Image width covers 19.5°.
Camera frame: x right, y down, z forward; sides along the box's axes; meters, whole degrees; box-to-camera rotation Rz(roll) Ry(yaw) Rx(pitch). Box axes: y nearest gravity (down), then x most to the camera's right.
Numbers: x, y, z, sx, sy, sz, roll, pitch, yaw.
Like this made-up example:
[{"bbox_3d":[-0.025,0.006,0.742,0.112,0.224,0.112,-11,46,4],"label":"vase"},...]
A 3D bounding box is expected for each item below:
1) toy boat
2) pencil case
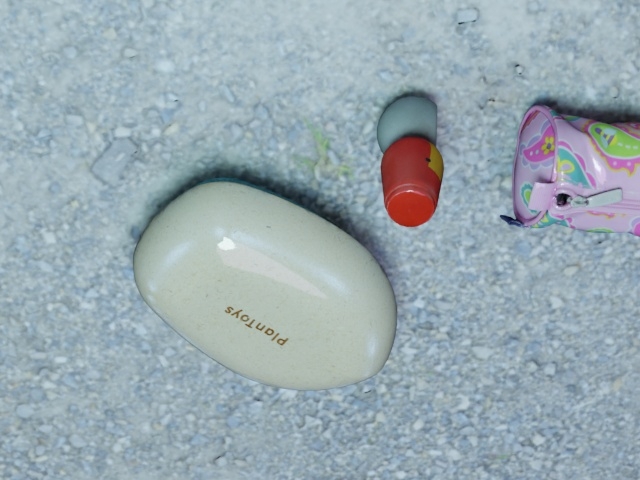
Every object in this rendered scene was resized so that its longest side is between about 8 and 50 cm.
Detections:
[{"bbox_3d":[0.000,0.000,1.725,0.267,0.148,0.318,36,122,-23],"label":"toy boat"},{"bbox_3d":[0.316,-0.050,1.729,0.284,0.124,0.124,7,125,-14],"label":"pencil case"}]
